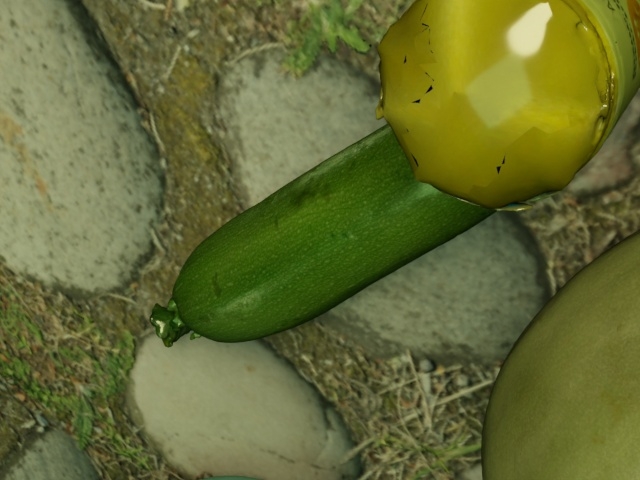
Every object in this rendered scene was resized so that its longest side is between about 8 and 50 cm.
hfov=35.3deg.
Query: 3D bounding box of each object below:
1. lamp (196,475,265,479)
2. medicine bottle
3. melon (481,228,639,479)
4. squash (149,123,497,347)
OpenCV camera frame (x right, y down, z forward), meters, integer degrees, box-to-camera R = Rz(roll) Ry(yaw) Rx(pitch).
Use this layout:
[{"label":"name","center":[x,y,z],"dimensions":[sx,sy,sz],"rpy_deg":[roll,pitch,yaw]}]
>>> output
[{"label":"lamp","center":[-0.104,0.324,0.932],"dimensions":[0.284,0.147,0.209],"rpy_deg":[-13,113,31]},{"label":"medicine bottle","center":[0.116,-0.104,0.542],"dimensions":[0.124,0.239,0.124],"rpy_deg":[13,121,22]},{"label":"melon","center":[0.234,0.118,0.602],"dimensions":[0.308,0.272,0.272],"rpy_deg":[-41,95,18]},{"label":"squash","center":[0.000,0.000,0.740],"dimensions":[0.379,0.101,0.101],"rpy_deg":[-28,102,35]}]
